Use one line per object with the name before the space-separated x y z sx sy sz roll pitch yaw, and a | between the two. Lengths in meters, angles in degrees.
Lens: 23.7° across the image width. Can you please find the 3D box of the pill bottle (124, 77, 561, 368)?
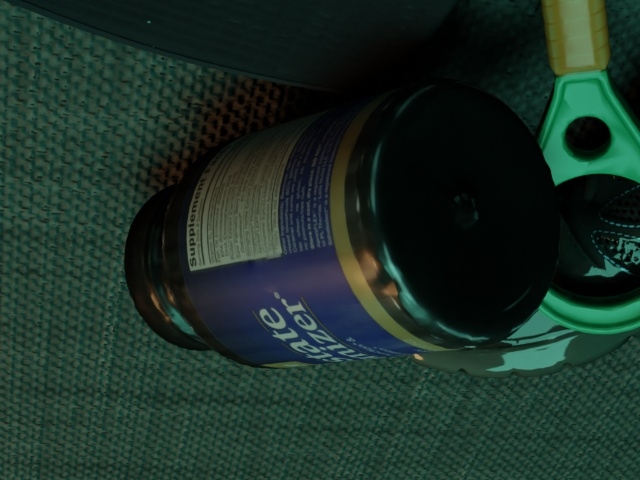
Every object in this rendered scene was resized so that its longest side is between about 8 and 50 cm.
pill bottle | 0.000 0.000 0.752 0.123 0.123 0.219 25 157 -33

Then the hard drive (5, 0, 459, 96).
hard drive | -0.045 -0.146 0.651 0.254 0.054 0.172 14 139 -23

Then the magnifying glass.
magnifying glass | 0.125 -0.060 0.723 0.092 0.026 0.231 -5 117 13

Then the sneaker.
sneaker | 0.174 -0.023 0.815 0.341 0.125 0.140 -13 115 14
